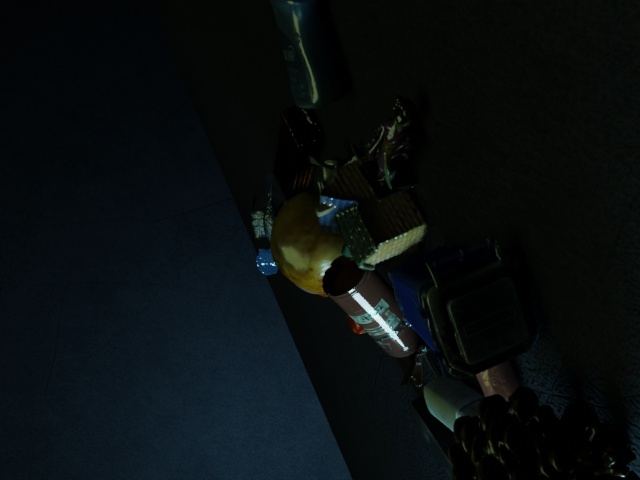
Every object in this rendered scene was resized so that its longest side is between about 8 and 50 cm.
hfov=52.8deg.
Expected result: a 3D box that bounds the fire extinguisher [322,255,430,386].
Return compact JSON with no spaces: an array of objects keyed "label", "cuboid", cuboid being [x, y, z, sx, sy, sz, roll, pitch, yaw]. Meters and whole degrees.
[{"label":"fire extinguisher","cuboid":[0.131,0.178,1.316,0.106,0.147,0.337,-9,136,40]}]

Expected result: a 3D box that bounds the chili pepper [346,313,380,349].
[{"label":"chili pepper","cuboid":[0.113,0.197,1.647,0.192,0.084,0.086,65,-176,27]}]

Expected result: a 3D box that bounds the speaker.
[{"label":"speaker","cuboid":[0.284,0.474,1.512,0.218,0.044,0.082,57,163,36]}]

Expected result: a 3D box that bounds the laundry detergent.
[{"label":"laundry detergent","cuboid":[-0.040,-0.403,1.236,0.143,0.094,0.290,-137,27,-68]}]

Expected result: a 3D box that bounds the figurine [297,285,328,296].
[{"label":"figurine","cuboid":[-0.009,0.057,1.715,0.173,0.173,0.173,60,164,28]}]

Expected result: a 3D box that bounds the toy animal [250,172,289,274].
[{"label":"toy animal","cuboid":[-0.125,-0.045,1.747,0.239,0.176,0.256,6,124,54]}]

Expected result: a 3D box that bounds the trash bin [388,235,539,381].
[{"label":"trash bin","cuboid":[0.202,0.084,0.988,0.234,0.162,0.184,-147,36,-76]}]

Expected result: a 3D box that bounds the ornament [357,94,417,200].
[{"label":"ornament","cuboid":[0.123,-0.149,1.049,0.081,0.088,0.203,61,164,19]}]

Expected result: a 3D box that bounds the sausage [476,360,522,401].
[{"label":"sausage","cuboid":[0.282,0.209,1.059,0.154,0.062,0.062,66,166,2]}]

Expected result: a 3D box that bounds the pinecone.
[{"label":"pinecone","cuboid":[0.294,0.325,0.861,0.244,0.243,0.257,69,161,-8]}]

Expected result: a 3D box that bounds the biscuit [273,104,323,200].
[{"label":"biscuit","cuboid":[-0.064,-0.219,1.673,0.107,0.073,0.388,64,166,12]}]

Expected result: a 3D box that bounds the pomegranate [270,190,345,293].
[{"label":"pomegranate","cuboid":[0.000,0.000,1.486,0.248,0.248,0.248,60,164,28]}]

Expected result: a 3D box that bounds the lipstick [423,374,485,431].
[{"label":"lipstick","cuboid":[0.287,0.331,1.206,0.253,0.078,0.078,21,131,70]}]

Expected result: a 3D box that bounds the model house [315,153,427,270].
[{"label":"model house","cuboid":[0.079,-0.042,1.203,0.183,0.172,0.166,60,164,23]}]

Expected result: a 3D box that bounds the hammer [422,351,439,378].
[{"label":"hammer","cuboid":[0.245,0.281,1.413,0.036,0.019,0.110,86,159,-52]}]

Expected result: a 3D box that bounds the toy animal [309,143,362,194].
[{"label":"toy animal","cuboid":[0.036,-0.123,1.402,0.219,0.095,0.155,-161,54,-73]}]
